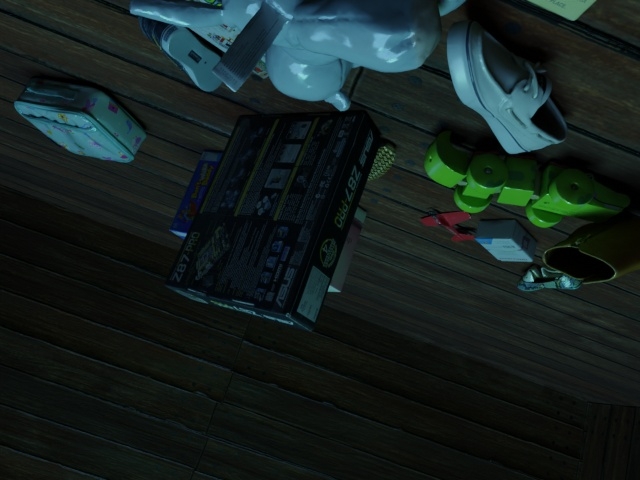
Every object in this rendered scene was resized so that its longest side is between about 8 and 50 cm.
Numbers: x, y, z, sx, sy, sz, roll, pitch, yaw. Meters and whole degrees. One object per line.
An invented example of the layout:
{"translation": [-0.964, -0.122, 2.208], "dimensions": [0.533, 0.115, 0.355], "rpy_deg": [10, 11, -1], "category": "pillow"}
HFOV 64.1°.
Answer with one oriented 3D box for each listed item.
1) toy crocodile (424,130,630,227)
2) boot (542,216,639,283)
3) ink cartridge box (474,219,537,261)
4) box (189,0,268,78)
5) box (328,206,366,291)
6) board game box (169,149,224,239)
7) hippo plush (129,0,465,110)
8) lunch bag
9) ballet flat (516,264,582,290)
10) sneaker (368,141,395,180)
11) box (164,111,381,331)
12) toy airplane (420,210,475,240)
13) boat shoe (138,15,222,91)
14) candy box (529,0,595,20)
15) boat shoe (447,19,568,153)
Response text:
{"translation": [0.346, -0.100, 0.876], "dimensions": [0.340, 0.105, 0.115], "rpy_deg": [13, 163, 6], "category": "toy crocodile"}
{"translation": [0.539, 0.017, 0.824], "dimensions": [0.211, 0.104, 0.295], "rpy_deg": [-22, -167, -30], "category": "boot"}
{"translation": [0.425, 0.001, 1.167], "dimensions": [0.088, 0.052, 0.122], "rpy_deg": [1, 155, 47], "category": "ink cartridge box"}
{"translation": [-0.138, -0.331, 0.766], "dimensions": [0.207, 0.036, 0.114], "rpy_deg": [29, 161, -28], "category": "box"}
{"translation": [0.000, 0.000, 1.323], "dimensions": [0.148, 0.232, 0.127], "rpy_deg": [31, 160, -34], "category": "box"}
{"translation": [-0.237, -0.057, 1.412], "dimensions": [0.078, 0.233, 0.347], "rpy_deg": [10, 161, 29], "category": "board game box"}
{"translation": [0.019, -0.225, 0.553], "dimensions": [0.234, 0.294, 0.236], "rpy_deg": [39, 175, 10], "category": "hippo plush"}
{"translation": [-0.601, -0.298, 1.269], "dimensions": [0.279, 0.108, 0.224], "rpy_deg": [13, 162, 22], "category": "lunch bag"}
{"translation": [0.567, 0.088, 1.294], "dimensions": [0.070, 0.070, 0.188], "rpy_deg": [27, 160, -23], "category": "ballet flat"}
{"translation": [0.080, -0.155, 1.047], "dimensions": [0.069, 0.084, 0.185], "rpy_deg": [31, 134, -25], "category": "sneaker"}
{"translation": [-0.092, -0.055, 0.967], "dimensions": [0.318, 0.395, 0.097], "rpy_deg": [8, 159, 33], "category": "box"}
{"translation": [0.310, -0.034, 1.226], "dimensions": [0.151, 0.028, 0.151], "rpy_deg": [17, 162, 6], "category": "toy airplane"}
{"translation": [-0.228, -0.324, 0.865], "dimensions": [0.083, 0.065, 0.183], "rpy_deg": [43, -178, 15], "category": "boat shoe"}
{"translation": [0.209, -0.290, 0.248], "dimensions": [0.087, 0.183, 0.316], "rpy_deg": [20, 164, -6], "category": "candy box"}
{"translation": [0.253, -0.194, 0.667], "dimensions": [0.088, 0.096, 0.267], "rpy_deg": [-1, 156, 40], "category": "boat shoe"}
